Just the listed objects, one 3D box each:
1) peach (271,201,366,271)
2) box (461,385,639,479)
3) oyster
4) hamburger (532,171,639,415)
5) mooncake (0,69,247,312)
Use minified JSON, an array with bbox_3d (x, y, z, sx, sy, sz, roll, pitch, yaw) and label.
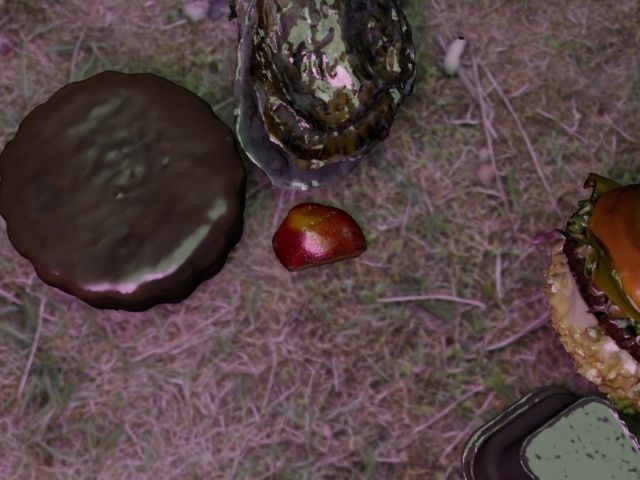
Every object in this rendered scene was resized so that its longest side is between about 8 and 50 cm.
[{"bbox_3d":[0.000,0.000,1.582,0.083,0.050,0.077,30,77,2],"label":"peach"},{"bbox_3d":[0.252,0.247,1.456,0.138,0.178,0.274,-35,80,-11],"label":"box"},{"bbox_3d":[-0.004,-0.220,1.605,0.162,0.158,0.351,18,60,-41],"label":"oyster"},{"bbox_3d":[0.299,0.056,1.502,0.243,0.138,0.261,35,35,-8],"label":"hamburger"},{"bbox_3d":[-0.179,-0.040,1.550,0.228,0.124,0.228,-1,74,3],"label":"mooncake"}]
